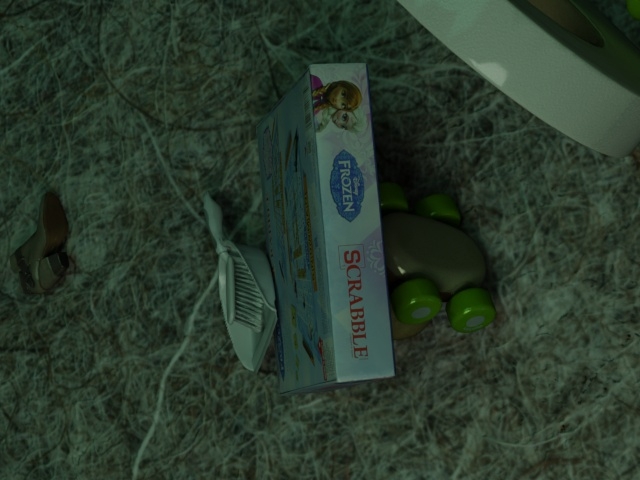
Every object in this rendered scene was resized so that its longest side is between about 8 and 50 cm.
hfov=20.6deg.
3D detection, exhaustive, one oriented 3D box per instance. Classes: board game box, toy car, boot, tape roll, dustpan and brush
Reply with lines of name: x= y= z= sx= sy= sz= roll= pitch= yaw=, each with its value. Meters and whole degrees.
board game box: x=0.000 y=0.000 z=1.875 sx=0.066 sy=0.318 sz=0.318 roll=-3 pitch=84 yaw=-12
toy car: x=0.075 y=0.058 z=1.913 sx=0.188 sy=0.149 sz=0.155 roll=-46 pitch=48 yaw=37
boot: x=-0.359 y=0.008 z=2.222 sx=0.087 sy=0.042 sz=0.118 roll=-24 pitch=68 yaw=35
tape roll: x=0.178 y=-0.233 z=1.719 sx=0.392 sy=0.392 sz=0.072 roll=48 pitch=109 yaw=24
dustpan and brush: x=-0.100 y=0.032 z=2.037 sx=0.147 sy=0.060 sz=0.211 roll=111 pitch=156 yaw=-55

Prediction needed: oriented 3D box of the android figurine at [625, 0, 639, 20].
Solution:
android figurine: x=0.403 y=-0.275 z=1.733 sx=0.248 sy=0.056 sz=0.272 roll=-5 pitch=99 yaw=47
